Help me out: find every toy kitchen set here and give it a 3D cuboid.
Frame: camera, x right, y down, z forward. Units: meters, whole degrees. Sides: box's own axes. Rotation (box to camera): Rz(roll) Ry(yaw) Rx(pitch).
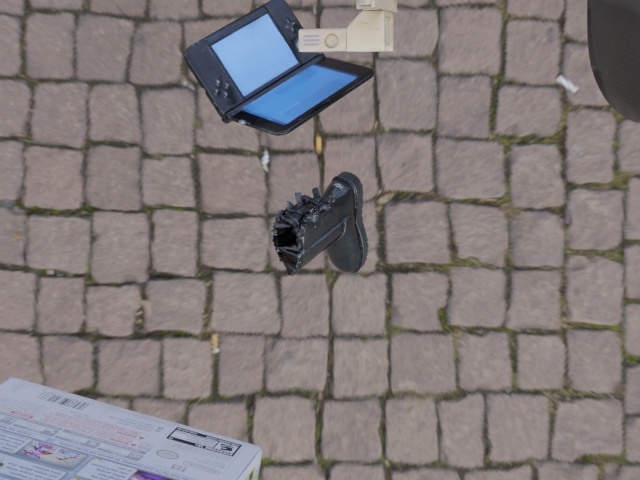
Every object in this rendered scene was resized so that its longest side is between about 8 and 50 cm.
[{"bbox_3d":[0.017,-0.194,0.774,0.075,0.068,0.083,2,100,18],"label":"toy kitchen set"}]

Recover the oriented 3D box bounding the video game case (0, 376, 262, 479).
[{"bbox_3d":[-0.214,0.214,0.832,0.269,0.244,0.061,13,102,11],"label":"video game case"}]

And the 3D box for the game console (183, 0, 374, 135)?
[{"bbox_3d":[-0.035,-0.153,0.831,0.122,0.071,0.107,-37,99,-31],"label":"game console"}]

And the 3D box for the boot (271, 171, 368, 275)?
[{"bbox_3d":[0.000,0.000,0.918,0.045,0.099,0.121,23,134,30],"label":"boot"}]

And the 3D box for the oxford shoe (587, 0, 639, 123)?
[{"bbox_3d":[0.168,-0.157,0.431,0.076,0.212,0.076,-25,46,-14],"label":"oxford shoe"}]
